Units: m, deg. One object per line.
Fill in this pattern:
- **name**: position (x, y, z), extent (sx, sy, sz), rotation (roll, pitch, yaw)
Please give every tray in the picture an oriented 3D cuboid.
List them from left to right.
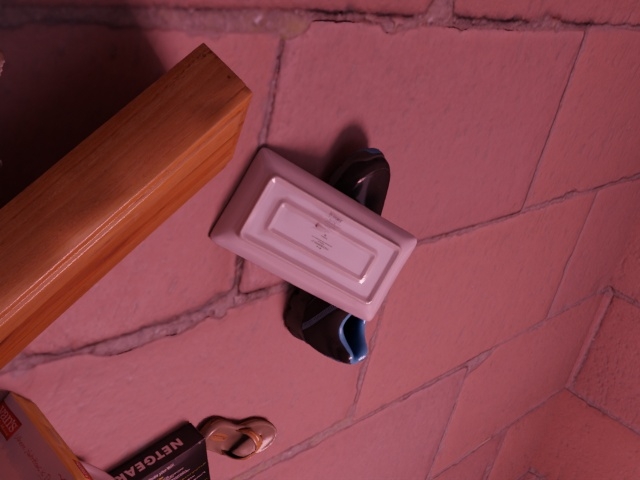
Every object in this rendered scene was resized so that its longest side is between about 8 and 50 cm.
- **tray**: position (-0.242, 0.001, 0.689), extent (0.411, 0.076, 0.203), rotation (-44, 180, -16)
- **tray**: position (0.000, 0.000, 0.977), extent (0.270, 0.030, 0.145), rotation (29, 92, -21)

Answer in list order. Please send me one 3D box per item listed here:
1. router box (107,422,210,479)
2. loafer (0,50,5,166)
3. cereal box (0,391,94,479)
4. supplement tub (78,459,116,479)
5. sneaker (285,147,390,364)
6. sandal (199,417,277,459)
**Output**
- **router box**: position (-0.251, 0.374, 1.071), extent (0.179, 0.046, 0.133), rotation (-27, 134, -35)
- **loafer**: position (-0.328, -0.060, 0.613), extent (0.092, 0.102, 0.268), rotation (1, 115, -43)
- **cereal box**: position (-0.372, 0.310, 0.778), extent (0.240, 0.173, 0.047), rotation (-49, 143, -10)
- **supplement tub**: position (-0.342, 0.395, 0.899), extent (0.199, 0.144, 0.144), rotation (-55, 144, -2)
- **sneaker**: position (0.059, 0.028, 1.094), extent (0.125, 0.140, 0.340), rotation (-9, 121, -44)
- **sandal**: position (-0.131, 0.332, 1.176), extent (0.180, 0.049, 0.072), rotation (28, 94, -54)
